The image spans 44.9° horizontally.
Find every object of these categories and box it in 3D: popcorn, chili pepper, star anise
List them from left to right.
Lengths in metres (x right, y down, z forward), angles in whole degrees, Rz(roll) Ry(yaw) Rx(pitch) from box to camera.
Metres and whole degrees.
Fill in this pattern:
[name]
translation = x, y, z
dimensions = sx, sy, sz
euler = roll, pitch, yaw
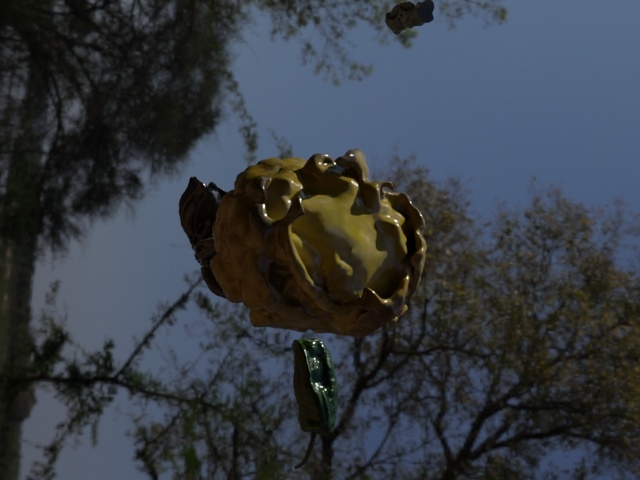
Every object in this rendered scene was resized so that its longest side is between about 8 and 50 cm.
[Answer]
[star anise]
translation = -0.155, -0.001, 1.196
dimensions = 0.236, 0.093, 0.229
euler = 81, -16, -79
[chili pepper]
translation = -0.006, 0.256, 1.237
dimensions = 0.073, 0.072, 0.204
euler = 139, -52, -67
[popcorn]
translation = 0.000, 0.000, 0.880
dimensions = 0.190, 0.250, 0.250
euler = -49, -141, 39

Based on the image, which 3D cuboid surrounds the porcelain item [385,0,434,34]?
[porcelain item]
translation = 0.103, -0.266, 0.916
dimensions = 0.083, 0.028, 0.036
euler = 14, -102, 63
